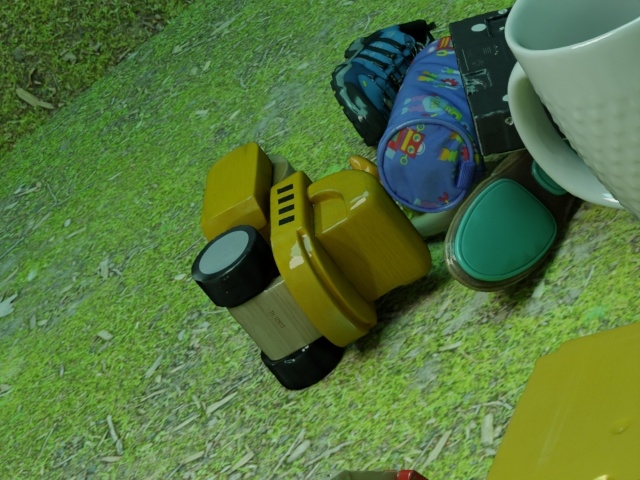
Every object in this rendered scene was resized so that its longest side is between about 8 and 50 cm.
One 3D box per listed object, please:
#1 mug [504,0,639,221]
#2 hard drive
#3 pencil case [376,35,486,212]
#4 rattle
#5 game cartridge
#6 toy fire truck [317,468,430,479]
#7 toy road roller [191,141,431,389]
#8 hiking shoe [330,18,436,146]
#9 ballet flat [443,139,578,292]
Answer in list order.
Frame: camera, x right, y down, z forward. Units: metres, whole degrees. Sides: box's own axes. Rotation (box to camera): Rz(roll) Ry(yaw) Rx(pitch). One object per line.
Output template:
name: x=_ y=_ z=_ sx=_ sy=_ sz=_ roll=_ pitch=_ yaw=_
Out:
mug: x=0.347 y=-0.135 z=1.754 sx=0.374 sy=0.328 sz=0.276 roll=-10 pitch=34 yaw=48
hard drive: x=0.327 y=-0.212 z=2.011 sx=0.339 sy=0.064 sz=0.237 roll=-15 pitch=34 yaw=5
pencil case: x=0.153 y=-0.146 z=2.137 sx=0.133 sy=0.119 sz=0.306 roll=11 pitch=29 yaw=7
rattle: x=0.162 y=-0.100 z=2.202 sx=0.200 sy=0.143 sz=0.130 roll=-30 pitch=5 yaw=29
game cartridge: x=0.284 y=0.185 z=1.603 sx=0.285 sy=0.052 sz=0.323 roll=-18 pitch=27 yaw=37
toy fire truck: x=0.020 y=0.270 z=1.691 sx=0.047 sy=0.192 sz=0.135 roll=-7 pitch=65 yaw=51
toy road roller: x=0.000 y=0.000 z=2.148 sx=0.240 sy=0.202 sz=0.329 roll=-29 pitch=28 yaw=15
hiking shoe: x=0.098 y=-0.247 z=2.594 sx=0.132 sy=0.113 sz=0.304 roll=-29 pitch=24 yaw=20
ballet flat: x=0.224 y=-0.042 z=2.055 sx=0.342 sy=0.116 sz=0.124 roll=-54 pitch=8 yaw=-35
